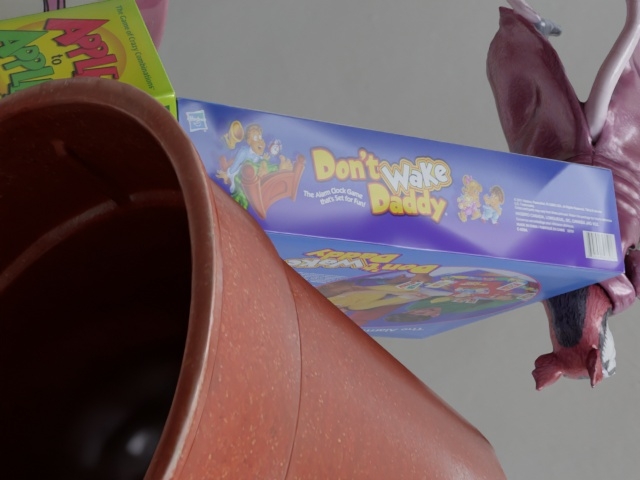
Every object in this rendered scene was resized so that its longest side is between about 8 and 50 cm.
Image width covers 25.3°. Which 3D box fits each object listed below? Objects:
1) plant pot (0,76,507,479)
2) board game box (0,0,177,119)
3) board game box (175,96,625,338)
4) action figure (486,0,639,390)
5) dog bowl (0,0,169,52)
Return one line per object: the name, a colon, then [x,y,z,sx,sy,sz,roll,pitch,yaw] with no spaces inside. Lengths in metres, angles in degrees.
plant pot: [-0.062,0.114,0.612,0.272,0.265,0.272,-22,-129,31]
board game box: [-0.178,-0.076,0.782,0.181,0.043,0.092,-14,-132,-14]
board game box: [0.000,0.000,0.983,0.233,0.347,0.078,-25,-115,52]
action figure: [0.239,-0.031,1.199,0.248,0.276,0.370,7,-134,6]
dog bowl: [-0.218,-0.300,1.119,0.408,0.150,0.408,176,-90,-75]
